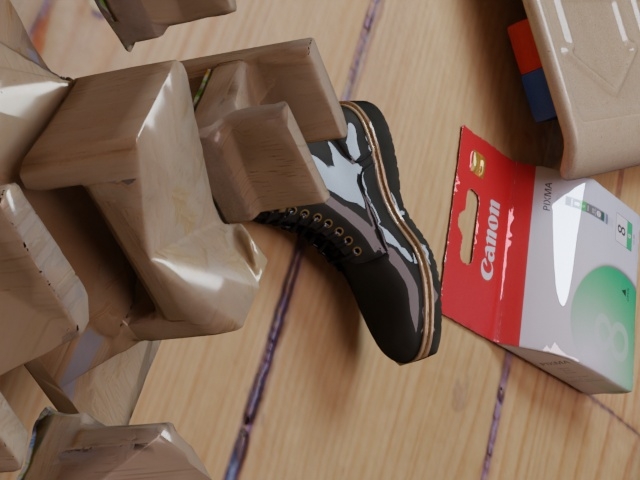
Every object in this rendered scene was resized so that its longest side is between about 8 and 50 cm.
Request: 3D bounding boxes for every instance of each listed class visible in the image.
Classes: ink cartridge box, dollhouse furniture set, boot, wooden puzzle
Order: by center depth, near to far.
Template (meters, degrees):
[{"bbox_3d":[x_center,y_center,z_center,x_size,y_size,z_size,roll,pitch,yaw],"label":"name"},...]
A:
[{"bbox_3d":[-0.196,-0.068,0.539,0.362,0.257,0.394,-73,148,-45],"label":"dollhouse furniture set"},{"bbox_3d":[0.000,0.000,0.837,0.137,0.077,0.197,-8,73,-43],"label":"boot"},{"bbox_3d":[0.201,0.017,1.053,0.225,0.056,0.181,31,59,-40],"label":"ink cartridge box"},{"bbox_3d":[0.263,-0.240,1.157,0.322,0.080,0.347,-13,90,-47],"label":"wooden puzzle"}]
